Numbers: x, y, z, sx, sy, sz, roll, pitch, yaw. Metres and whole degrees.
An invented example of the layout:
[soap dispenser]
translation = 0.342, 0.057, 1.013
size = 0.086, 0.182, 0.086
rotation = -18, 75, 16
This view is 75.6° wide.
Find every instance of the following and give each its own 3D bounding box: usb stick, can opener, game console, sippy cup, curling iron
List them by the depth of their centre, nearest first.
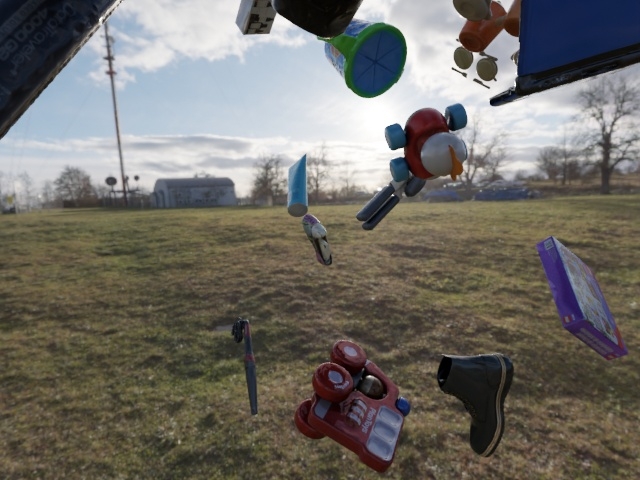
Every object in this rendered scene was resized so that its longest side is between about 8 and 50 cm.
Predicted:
[usb stick]
translation = -0.282, -0.203, 0.403
size = 0.045, 0.277, 0.077
rotation = -11, -39, 38
[game console]
translation = 0.488, -0.390, 0.781
size = 0.294, 0.173, 0.250
rotation = -15, 9, 4
[curling iron]
translation = -0.201, 0.341, 1.141
size = 0.035, 0.273, 0.068
rotation = 13, -45, -41
[can opener]
translation = 0.236, -0.140, 1.323
size = 0.283, 0.075, 0.095
rotation = -45, 26, -24
[sippy cup]
translation = 0.132, -0.632, 1.385
size = 0.240, 0.224, 0.305
rotation = -35, -38, -2

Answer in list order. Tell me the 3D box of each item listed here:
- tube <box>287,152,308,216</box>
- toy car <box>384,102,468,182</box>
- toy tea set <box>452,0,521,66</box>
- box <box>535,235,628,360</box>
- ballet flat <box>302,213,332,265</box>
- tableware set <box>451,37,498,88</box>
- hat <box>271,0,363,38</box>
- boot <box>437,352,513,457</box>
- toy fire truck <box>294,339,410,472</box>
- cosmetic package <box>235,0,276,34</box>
[tube]
translation = -0.064, -0.154, 1.124
size = 0.080, 0.206, 0.052
rotation = -31, -48, 28
[toy car]
translation = 0.318, -0.225, 1.111
size = 0.220, 0.210, 0.237
rotation = -17, 40, 0
[toy tea set]
translation = 0.462, -0.493, 0.927
size = 0.336, 0.124, 0.200
rotation = 33, -2, 18
[box]
translation = 0.700, 0.149, 1.119
size = 0.201, 0.293, 0.057
rotation = 33, -49, -19
[ballet flat]
translation = 0.000, 0.000, 1.577
size = 0.077, 0.221, 0.079
rotation = -30, 22, -24
[tableware set]
translation = 0.569, -0.649, 1.504
size = 0.039, 0.194, 0.128
rotation = -35, -31, -16
[hat]
translation = 0.002, -0.498, 0.849
size = 0.332, 0.133, 0.331
rotation = 9, 38, -7
[boot]
translation = 0.271, 0.304, 0.777
size = 0.137, 0.197, 0.077
rotation = 8, 0, -15
[toy fire truck]
translation = 0.098, 0.414, 1.057
size = 0.254, 0.169, 0.302
rotation = 28, 24, 13
[cosmetic package]
translation = -0.158, -0.698, 1.160
size = 0.099, 0.060, 0.239
rotation = -25, -15, -34
